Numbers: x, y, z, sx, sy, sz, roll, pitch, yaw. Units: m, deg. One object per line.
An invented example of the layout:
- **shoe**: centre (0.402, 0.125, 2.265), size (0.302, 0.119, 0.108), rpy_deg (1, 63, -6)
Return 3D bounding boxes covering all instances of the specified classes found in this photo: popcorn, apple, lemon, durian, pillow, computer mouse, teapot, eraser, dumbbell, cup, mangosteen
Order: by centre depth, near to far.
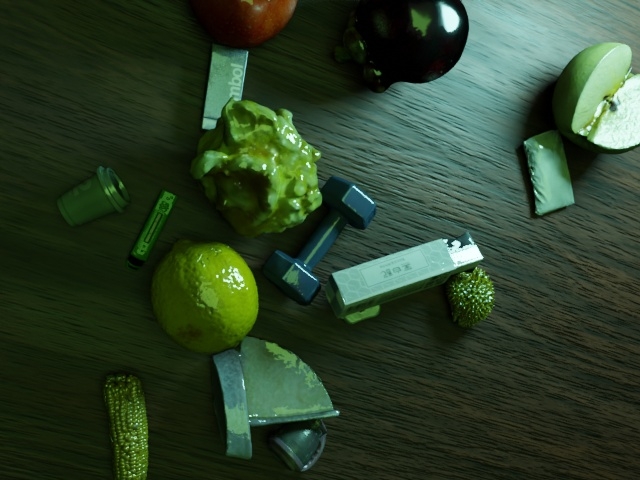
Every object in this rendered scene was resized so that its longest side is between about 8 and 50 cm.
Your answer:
- **cup**: centre (-0.526, -0.096, 1.594), size (0.141, 0.120, 0.120), rpy_deg (-27, 99, 1)
- **lemon**: centre (-0.269, 0.128, 1.603), size (0.268, 0.267, 0.267), rpy_deg (-1, 92, -16)
- **popcorn**: centre (-0.150, -0.170, 1.605), size (0.274, 0.279, 0.335), rpy_deg (-39, 107, -9)
- **apple**: centre (-0.182, -0.591, 1.616), size (0.261, 0.216, 0.260), rpy_deg (0, 89, -17)
- **eraser**: centre (-0.237, -0.369, 1.694), size (0.092, 0.046, 0.212), rpy_deg (7, 90, -17)
- **mangosteen**: centre (0.212, -0.507, 1.699), size (0.297, 0.297, 0.313), rpy_deg (31, 90, -15)
- **dumbbell**: centre (0.000, 0.000, 1.728), size (0.160, 0.144, 0.324), rpy_deg (40, 80, -18)
- **teapot**: centre (-0.043, 0.514, 1.754), size (0.146, 0.116, 0.148), rpy_deg (-42, 98, -22)
- **eraser**: centre (0.214, 0.084, 1.760), size (0.404, 0.098, 0.096), rpy_deg (-17, 65, -20)
- **computer mouse**: centre (0.103, 0.185, 1.824), size (0.110, 0.032, 0.055), rpy_deg (-20, 99, -5)
- **durian**: centre (0.409, 0.126, 1.877), size (0.147, 0.102, 0.208), rpy_deg (-25, 91, -23)
- **apple**: centre (0.770, -0.380, 1.892), size (0.295, 0.233, 0.257), rpy_deg (35, 92, -13)
- **pillow**: centre (0.648, -0.194, 1.958), size (0.128, 0.051, 0.229), rpy_deg (-15, 98, -13)

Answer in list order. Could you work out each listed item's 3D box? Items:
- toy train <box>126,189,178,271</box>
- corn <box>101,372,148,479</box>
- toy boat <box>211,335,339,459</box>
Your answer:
- **toy train**: centre (-0.408, -0.021, 1.660), size (0.044, 0.042, 0.209), rpy_deg (26, 84, -15)
- **corn**: centre (-0.461, 0.460, 1.636), size (0.101, 0.101, 0.291), rpy_deg (-4, 93, -16)
- **toy boat**: centre (-0.145, 0.372, 1.715), size (0.294, 0.111, 0.276), rpy_deg (-20, 75, -27)
